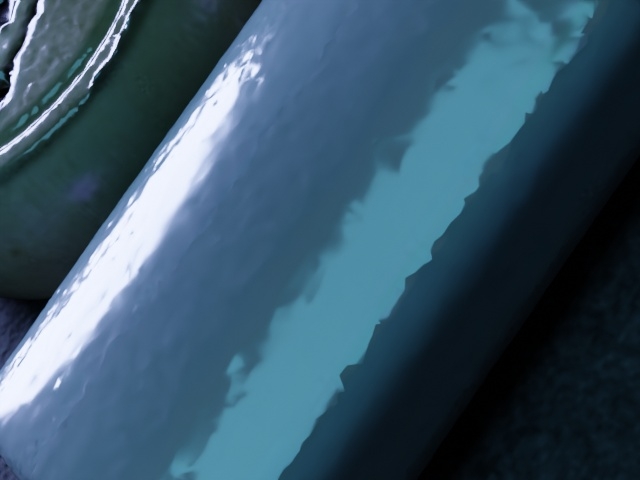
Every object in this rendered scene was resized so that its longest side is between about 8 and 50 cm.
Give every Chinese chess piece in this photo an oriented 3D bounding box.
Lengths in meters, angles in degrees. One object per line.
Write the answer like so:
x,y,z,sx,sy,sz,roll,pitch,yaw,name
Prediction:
-0.142,-0.092,0.749,0.250,0.101,0.250,-20,52,27,Chinese chess piece

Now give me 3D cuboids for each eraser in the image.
0.000,0.000,0.570,0.189,0.104,0.290,32,85,42,eraser
